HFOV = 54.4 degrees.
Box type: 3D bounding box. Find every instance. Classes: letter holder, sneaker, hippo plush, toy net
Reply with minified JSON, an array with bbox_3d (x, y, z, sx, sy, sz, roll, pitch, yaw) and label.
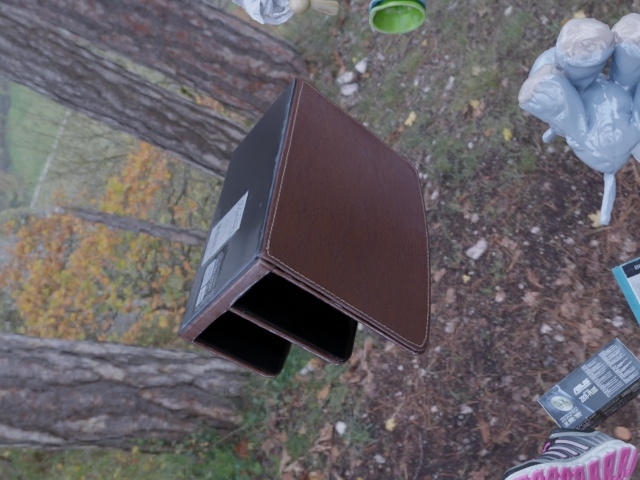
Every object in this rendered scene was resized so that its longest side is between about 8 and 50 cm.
[{"bbox_3d":[0.000,0.000,0.703,0.152,0.214,0.302,-42,28,36],"label":"letter holder"},{"bbox_3d":[0.279,0.263,0.729,0.075,0.170,0.063,-145,43,-70],"label":"sneaker"},{"bbox_3d":[0.464,-0.236,1.016,0.234,0.294,0.236,-35,11,22],"label":"hippo plush"},{"bbox_3d":[0.005,-0.281,0.719,0.232,0.122,0.045,-2,81,8],"label":"toy net"}]

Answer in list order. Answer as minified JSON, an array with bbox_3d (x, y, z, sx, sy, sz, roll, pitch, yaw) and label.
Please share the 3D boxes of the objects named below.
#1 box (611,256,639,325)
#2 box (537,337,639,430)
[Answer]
[{"bbox_3d":[0.727,0.150,1.321,0.100,0.060,0.244,-22,78,1],"label":"box"},{"bbox_3d":[0.506,0.277,1.141,0.180,0.147,0.078,-43,55,10],"label":"box"}]
